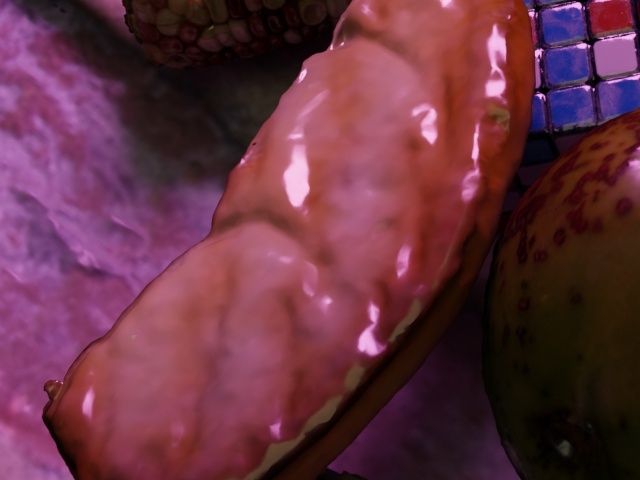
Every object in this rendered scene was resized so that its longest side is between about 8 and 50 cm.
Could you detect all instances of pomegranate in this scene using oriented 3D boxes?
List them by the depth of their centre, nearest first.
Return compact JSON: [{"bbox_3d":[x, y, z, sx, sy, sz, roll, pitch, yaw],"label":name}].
[{"bbox_3d":[0.187,0.032,0.802,0.214,0.214,0.248,37,48,28],"label":"pomegranate"}]

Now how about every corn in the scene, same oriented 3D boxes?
[{"bbox_3d":[0.035,-0.161,0.980,0.290,0.098,0.098,-14,63,10],"label":"corn"}]

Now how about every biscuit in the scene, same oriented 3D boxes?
[{"bbox_3d":[0.004,0.000,0.818,0.154,0.045,0.299,23,71,43],"label":"biscuit"}]

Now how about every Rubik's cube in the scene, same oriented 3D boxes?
[{"bbox_3d":[0.112,-0.068,0.912,0.092,0.092,0.092,-10,63,13],"label":"Rubik's cube"}]

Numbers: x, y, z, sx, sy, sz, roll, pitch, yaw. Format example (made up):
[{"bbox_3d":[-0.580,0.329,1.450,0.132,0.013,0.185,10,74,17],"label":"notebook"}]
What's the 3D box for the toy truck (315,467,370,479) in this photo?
[{"bbox_3d":[-0.023,0.121,0.853,0.191,0.116,0.085,24,77,26],"label":"toy truck"}]
